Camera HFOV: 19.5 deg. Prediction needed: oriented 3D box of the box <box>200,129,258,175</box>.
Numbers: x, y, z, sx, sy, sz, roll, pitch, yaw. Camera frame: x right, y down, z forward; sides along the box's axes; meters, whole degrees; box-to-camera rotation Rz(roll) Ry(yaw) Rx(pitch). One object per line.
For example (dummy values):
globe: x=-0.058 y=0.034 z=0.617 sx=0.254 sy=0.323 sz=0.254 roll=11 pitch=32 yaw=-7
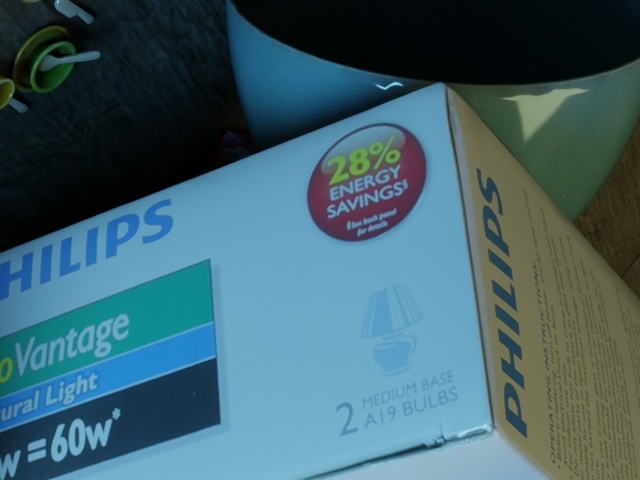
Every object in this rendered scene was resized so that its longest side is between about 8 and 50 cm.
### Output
box: x=0.000 y=0.000 z=1.494 sx=0.128 sy=0.122 sz=0.257 roll=-60 pitch=155 yaw=15

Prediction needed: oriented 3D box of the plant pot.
plant pot: x=0.078 y=-0.076 z=1.270 sx=0.290 sy=0.290 sz=0.195 roll=-28 pitch=131 yaw=-44

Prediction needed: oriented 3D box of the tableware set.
tableware set: x=-0.157 y=-0.144 z=1.131 sx=0.154 sy=0.024 sz=0.104 roll=-53 pitch=156 yaw=2

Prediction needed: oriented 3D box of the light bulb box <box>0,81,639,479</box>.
light bulb box: x=0.014 y=0.132 z=1.165 sx=0.358 sy=0.225 sz=0.361 roll=-20 pitch=145 yaw=23

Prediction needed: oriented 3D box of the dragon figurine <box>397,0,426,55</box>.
dragon figurine: x=0.074 y=-0.121 z=1.505 sx=0.144 sy=0.085 sz=0.289 roll=-36 pitch=147 yaw=-30
